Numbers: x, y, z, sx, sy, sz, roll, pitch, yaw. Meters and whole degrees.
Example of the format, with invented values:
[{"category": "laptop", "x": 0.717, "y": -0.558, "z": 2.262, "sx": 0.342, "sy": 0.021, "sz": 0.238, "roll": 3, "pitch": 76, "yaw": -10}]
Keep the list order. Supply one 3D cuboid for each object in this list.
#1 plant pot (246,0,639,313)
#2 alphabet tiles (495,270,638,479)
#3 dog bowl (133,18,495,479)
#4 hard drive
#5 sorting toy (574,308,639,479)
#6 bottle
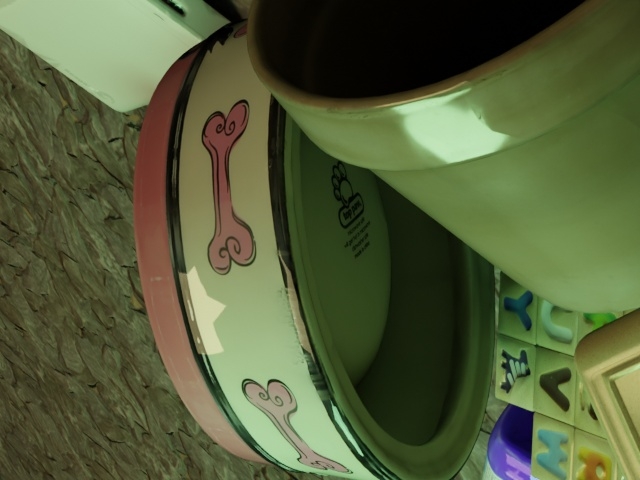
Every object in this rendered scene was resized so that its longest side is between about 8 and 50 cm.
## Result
[{"category": "plant pot", "x": 0.156, "y": -0.109, "z": 1.115, "sx": 0.323, "sy": 0.323, "sz": 0.280, "roll": 18, "pitch": 152, "yaw": 49}, {"category": "alphabet tiles", "x": 0.237, "y": 0.074, "z": 1.294, "sx": 0.342, "sy": 0.011, "sz": 0.285, "roll": 16, "pitch": 106, "yaw": 60}, {"category": "dog bowl", "x": 0.000, "y": 0.000, "z": 1.316, "sx": 0.150, "sy": 0.408, "sz": 0.408, "roll": -9, "pitch": 119, "yaw": 25}, {"category": "hard drive", "x": -0.217, "y": -0.222, "z": 1.743, "sx": 0.203, "sy": 0.040, "sz": 0.307, "roll": 36, "pitch": 160, "yaw": -23}, {"category": "sorting toy", "x": 0.334, "y": 0.112, "z": 1.110, "sx": 0.307, "sy": 0.041, "sz": 0.229, "roll": -31, "pitch": 73, "yaw": 35}, {"category": "bottle", "x": 0.203, "y": 0.252, "z": 1.615, "sx": 0.092, "sy": 0.118, "sz": 0.283, "roll": 31, "pitch": 147, "yaw": 21}]
